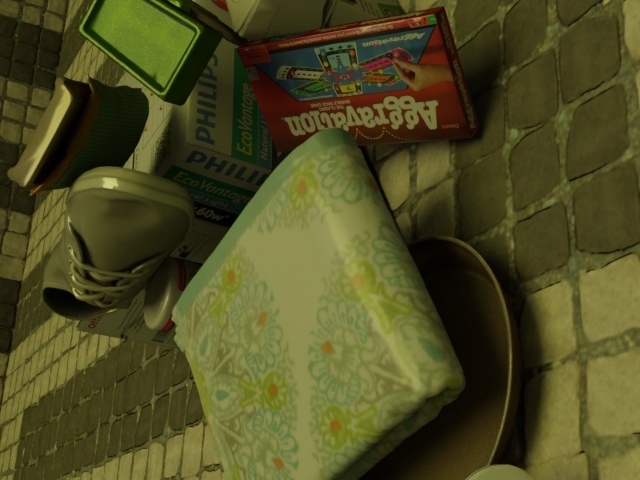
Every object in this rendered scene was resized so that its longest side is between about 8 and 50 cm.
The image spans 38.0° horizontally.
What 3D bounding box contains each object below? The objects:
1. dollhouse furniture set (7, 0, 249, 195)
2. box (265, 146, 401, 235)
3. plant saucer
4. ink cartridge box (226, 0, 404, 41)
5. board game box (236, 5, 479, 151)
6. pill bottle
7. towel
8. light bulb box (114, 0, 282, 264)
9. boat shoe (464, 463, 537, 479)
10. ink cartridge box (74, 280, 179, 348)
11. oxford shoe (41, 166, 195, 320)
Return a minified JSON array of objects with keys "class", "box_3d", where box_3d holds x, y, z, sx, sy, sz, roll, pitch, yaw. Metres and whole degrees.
[{"class":"dollhouse furniture set","box_3d":[-0.226,-0.156,1.169,0.151,0.197,0.301,36,104,16]},{"class":"box","box_3d":[0.000,0.000,1.195,0.184,0.103,0.261,-60,31,32]},{"class":"plant saucer","box_3d":[0.110,0.150,0.966,0.310,0.050,0.311,-36,48,52]},{"class":"ink cartridge box","box_3d":[-0.005,-0.305,1.218,0.093,0.219,0.160,-58,32,30]},{"class":"board game box","box_3d":[0.037,-0.178,1.078,0.281,0.145,0.027,0,33,38]},{"class":"pill bottle","box_3d":[-0.155,0.092,1.351,0.108,0.180,0.108,-38,45,50]},{"class":"towel","box_3d":[-0.021,0.112,1.021,0.374,0.090,0.321,-50,53,37]},{"class":"light bulb box","box_3d":[-0.179,-0.172,1.477,0.361,0.225,0.358,-40,44,47]},{"class":"boat shoe","box_3d":[0.164,0.334,0.731,0.102,0.108,0.301,87,170,-66]},{"class":"ink cartridge box","box_3d":[-0.296,0.098,1.583,0.153,0.208,0.087,-51,36,38]},{"class":"oxford shoe","box_3d":[-0.283,0.018,1.254,0.449,0.169,0.130,-34,41,59]}]
